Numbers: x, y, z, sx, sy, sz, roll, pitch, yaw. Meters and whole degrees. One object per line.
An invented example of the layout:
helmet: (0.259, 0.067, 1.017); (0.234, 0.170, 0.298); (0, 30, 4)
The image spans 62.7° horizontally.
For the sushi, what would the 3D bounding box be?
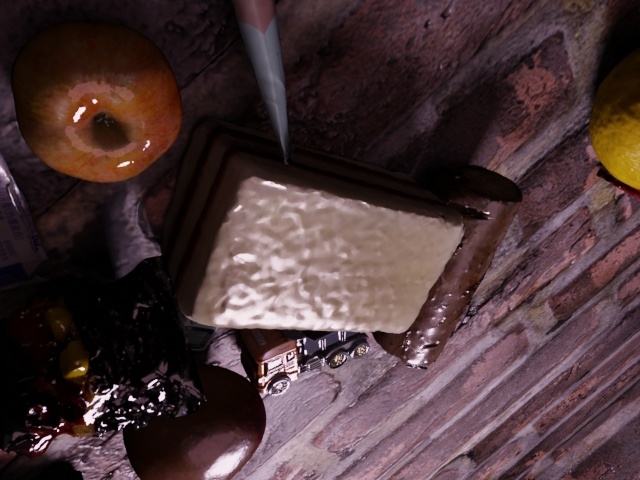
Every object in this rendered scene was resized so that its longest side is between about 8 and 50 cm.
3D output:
sushi: (-0.234, 0.121, 0.504); (0.150, 0.153, 0.172); (-12, 172, -44)

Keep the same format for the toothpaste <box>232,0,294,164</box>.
toothpaste: (-0.049, -0.167, 0.437); (0.036, 0.056, 0.205); (-9, 114, 7)

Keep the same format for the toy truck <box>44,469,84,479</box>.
toy truck: (-0.386, 0.418, 0.676); (0.127, 0.127, 0.257); (7, 117, -36)

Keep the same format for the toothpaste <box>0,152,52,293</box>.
toothpaste: (-0.296, -0.046, 0.407); (0.099, 0.068, 0.282); (8, 136, -3)

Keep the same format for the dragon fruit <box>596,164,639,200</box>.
dragon fruit: (0.598, -0.112, 0.899); (0.261, 0.163, 0.189); (7, 93, -37)

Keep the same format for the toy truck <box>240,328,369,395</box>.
toy truck: (-0.014, 0.126, 0.714); (0.192, 0.083, 0.092); (-20, 134, -21)

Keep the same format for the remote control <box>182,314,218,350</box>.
remote control: (-0.137, 0.085, 0.643); (0.053, 0.018, 0.124); (19, 112, -41)

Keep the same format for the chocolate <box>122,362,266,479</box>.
chocolate: (-0.149, 0.233, 0.650); (0.176, 0.177, 0.177); (-18, 133, -21)

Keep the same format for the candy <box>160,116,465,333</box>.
candy: (0.000, 0.000, 0.584); (0.320, 0.135, 0.179); (9, 117, -39)

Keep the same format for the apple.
apple: (-0.168, -0.103, 0.407); (0.126, 0.102, 0.126); (-18, 134, -20)

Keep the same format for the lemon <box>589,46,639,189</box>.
lemon: (0.481, -0.169, 0.720); (0.204, 0.204, 0.260); (-45, 148, 6)

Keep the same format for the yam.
yam: (0.162, 0.034, 0.729); (0.131, 0.131, 0.280); (0, 123, -34)
